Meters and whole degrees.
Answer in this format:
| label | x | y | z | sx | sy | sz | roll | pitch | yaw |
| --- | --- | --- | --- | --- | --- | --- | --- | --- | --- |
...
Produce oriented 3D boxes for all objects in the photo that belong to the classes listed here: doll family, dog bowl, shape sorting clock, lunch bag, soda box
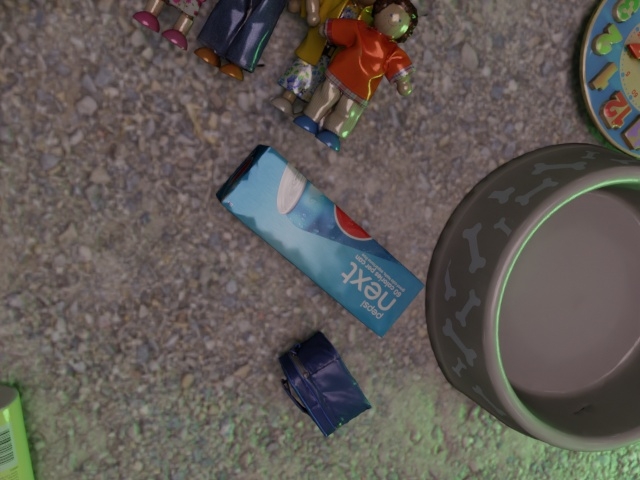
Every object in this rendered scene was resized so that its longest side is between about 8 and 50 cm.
| label | x | y | z | sx | sy | sz | roll | pitch | yaw |
| --- | --- | --- | --- | --- | --- | --- | --- | --- | --- |
| doll family | -0.028 | -0.210 | 0.569 | 0.263 | 0.118 | 0.163 | 33 | 102 | -4 |
| dog bowl | 0.295 | 0.069 | 0.694 | 0.348 | 0.102 | 0.349 | -2 | 100 | -14 |
| shape sorting clock | 0.376 | -0.193 | 0.698 | 0.206 | 0.040 | 0.206 | -3 | 101 | -14 |
| lunch bag | -0.002 | 0.147 | 0.650 | 0.065 | 0.067 | 0.098 | -34 | 105 | -7 |
| soda box | 0.000 | 0.000 | 0.625 | 0.210 | 0.067 | 0.071 | 41 | 89 | -18 |

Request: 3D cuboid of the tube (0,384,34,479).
| label | x | y | z | sx | sy | sz | roll | pitch | yaw |
| --- | --- | --- | --- | --- | --- | --- | --- | --- | --- |
| tube | -0.307 | 0.258 | 0.604 | 0.070 | 0.062 | 0.240 | 8 | 107 | 29 |
